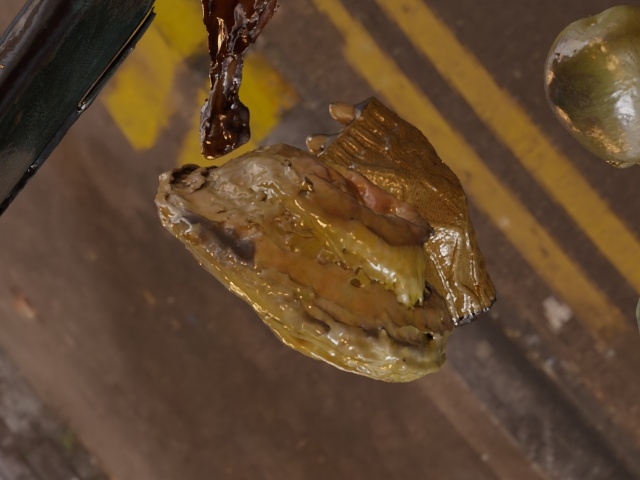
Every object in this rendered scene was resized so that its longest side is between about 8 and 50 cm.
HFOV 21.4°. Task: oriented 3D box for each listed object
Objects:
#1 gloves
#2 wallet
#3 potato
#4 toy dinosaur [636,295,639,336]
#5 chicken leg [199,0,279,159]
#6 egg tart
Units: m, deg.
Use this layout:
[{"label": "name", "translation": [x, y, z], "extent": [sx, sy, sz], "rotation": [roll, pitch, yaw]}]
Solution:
[{"label": "gloves", "translation": [0.116, -0.045, 2.252], "extent": [0.356, 0.155, 0.203], "rotation": [50, -167, -20]}, {"label": "wallet", "translation": [-0.207, -0.074, 1.116], "extent": [0.045, 0.318, 0.172], "rotation": [32, 167, 6]}, {"label": "potato", "translation": [0.388, -0.193, 2.205], "extent": [0.159, 0.174, 0.251], "rotation": [-91, -22, -47]}, {"label": "toy dinosaur", "translation": [0.159, 0.078, 0.621], "extent": [0.393, 0.092, 0.205], "rotation": [112, 141, -80]}, {"label": "chicken leg", "translation": [-0.104, -0.229, 1.939], "extent": [0.113, 0.093, 0.304], "rotation": [45, 138, 42]}, {"label": "egg tart", "translation": [0.000, 0.000, 1.712], "extent": [0.352, 0.150, 0.352], "rotation": [30, -166, -9]}]
